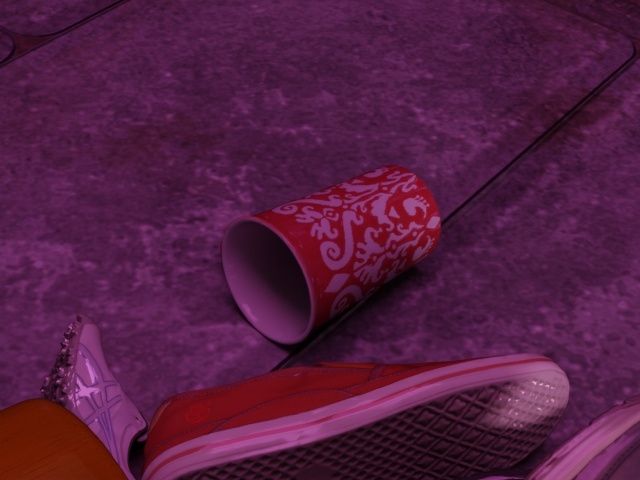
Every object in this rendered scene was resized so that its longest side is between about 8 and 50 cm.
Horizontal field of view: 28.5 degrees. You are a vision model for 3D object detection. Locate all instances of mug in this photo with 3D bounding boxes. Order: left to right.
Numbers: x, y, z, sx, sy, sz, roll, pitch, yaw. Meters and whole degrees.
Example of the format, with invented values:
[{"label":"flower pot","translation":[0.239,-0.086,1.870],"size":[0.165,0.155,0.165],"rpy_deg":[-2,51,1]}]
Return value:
[{"label":"mug","translation":[0.003,-0.006,1.090],"size":[0.169,0.113,0.150],"rpy_deg":[-27,52,-36]}]

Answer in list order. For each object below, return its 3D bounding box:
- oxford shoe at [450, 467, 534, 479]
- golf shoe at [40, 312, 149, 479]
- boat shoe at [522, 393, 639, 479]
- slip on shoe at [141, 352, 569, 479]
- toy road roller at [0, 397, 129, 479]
[{"label":"oxford shoe","translation":[0.155,0.215,0.873],"size":[0.227,0.083,0.096],"rpy_deg":[2,45,-3]},{"label":"golf shoe","translation":[-0.170,0.133,0.957],"size":[0.086,0.069,0.176],"rpy_deg":[16,41,-19]},{"label":"boat shoe","translation":[0.127,0.245,0.760],"size":[0.130,0.132,0.355],"rpy_deg":[41,79,19]},{"label":"slip on shoe","translation":[0.027,0.132,0.933],"size":[0.331,0.123,0.101],"rpy_deg":[-11,39,-11]},{"label":"toy road roller","translation":[-0.136,0.206,0.658],"size":[0.202,0.329,0.241],"rpy_deg":[-28,90,-32]}]
